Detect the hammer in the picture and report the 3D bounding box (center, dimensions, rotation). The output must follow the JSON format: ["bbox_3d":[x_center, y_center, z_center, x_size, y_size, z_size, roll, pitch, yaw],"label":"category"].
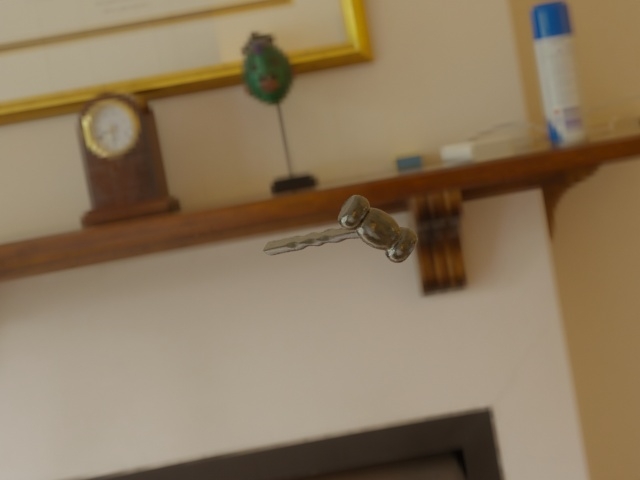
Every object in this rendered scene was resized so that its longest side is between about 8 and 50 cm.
[{"bbox_3d":[0.000,0.000,1.112,0.029,0.058,0.292,-57,13,-13],"label":"hammer"}]
